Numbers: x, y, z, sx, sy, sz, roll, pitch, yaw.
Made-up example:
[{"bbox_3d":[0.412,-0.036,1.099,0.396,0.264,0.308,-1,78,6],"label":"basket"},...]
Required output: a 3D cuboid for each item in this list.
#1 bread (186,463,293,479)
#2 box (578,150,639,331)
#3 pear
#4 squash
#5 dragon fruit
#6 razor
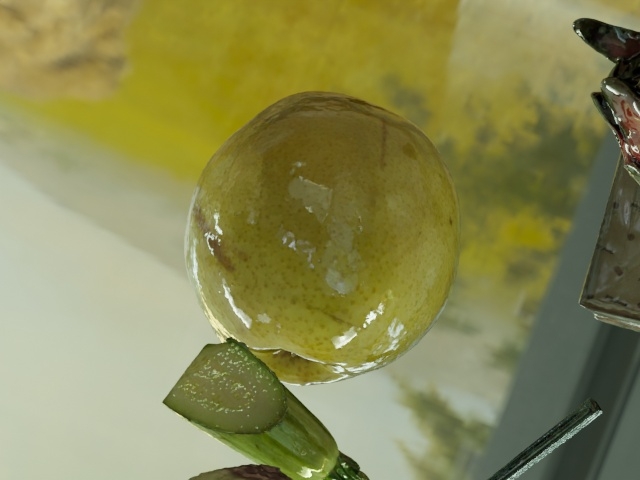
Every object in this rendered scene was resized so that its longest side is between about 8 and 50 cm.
[{"bbox_3d":[-0.006,0.314,1.312,0.155,0.187,0.338,-13,-159,-29],"label":"bread"},{"bbox_3d":[0.461,-0.023,2.067,0.225,0.297,0.190,15,180,17],"label":"box"},{"bbox_3d":[0.000,0.000,1.824,0.314,0.314,0.314,22,176,2],"label":"pear"},{"bbox_3d":[-0.039,0.168,1.546,0.200,0.090,0.075,33,136,2],"label":"squash"},{"bbox_3d":[0.320,-0.103,1.343,0.274,0.193,0.192,16,-150,-1],"label":"dragon fruit"},{"bbox_3d":[0.212,0.228,1.752,0.033,0.190,0.066,28,-155,-48],"label":"razor"}]
